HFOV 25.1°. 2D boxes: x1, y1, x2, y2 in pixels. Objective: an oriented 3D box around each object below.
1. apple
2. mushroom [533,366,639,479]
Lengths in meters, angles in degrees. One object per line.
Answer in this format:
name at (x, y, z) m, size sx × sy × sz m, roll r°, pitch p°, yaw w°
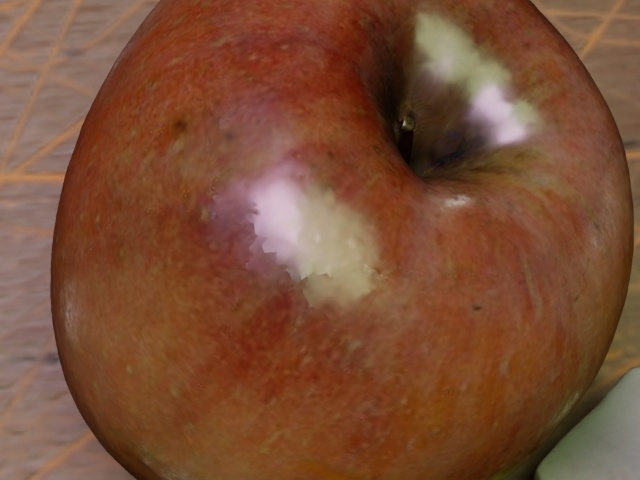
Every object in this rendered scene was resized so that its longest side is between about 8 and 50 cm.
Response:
apple at (0.000, 0.000, 0.604) m, size 0.254 × 0.253 × 0.253 m, roll 2°, pitch 77°, yaw -10°
mushroom at (0.202, 0.191, 0.657) m, size 0.118 × 0.103 × 0.270 m, roll -40°, pitch 98°, yaw -8°
